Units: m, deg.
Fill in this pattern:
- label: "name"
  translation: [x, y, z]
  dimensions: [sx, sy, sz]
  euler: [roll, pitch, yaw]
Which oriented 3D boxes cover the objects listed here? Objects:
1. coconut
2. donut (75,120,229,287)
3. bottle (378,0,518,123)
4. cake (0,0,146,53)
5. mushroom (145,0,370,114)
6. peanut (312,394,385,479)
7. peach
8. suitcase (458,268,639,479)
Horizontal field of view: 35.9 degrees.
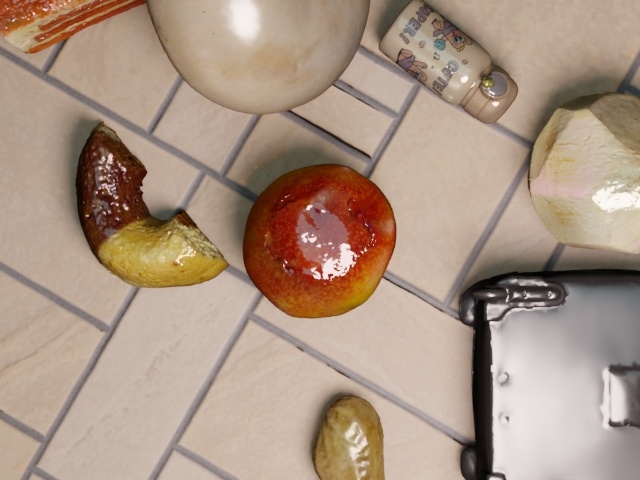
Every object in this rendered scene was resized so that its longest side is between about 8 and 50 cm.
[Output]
- label: "coconut"
  translation: [0.404, -0.093, 1.403]
  dimensions: [0.197, 0.237, 0.237]
  euler: [18, 88, -39]
- label: "donut"
  translation: [-0.290, -0.030, 1.458]
  dimensions: [0.151, 0.112, 0.295]
  euler: [-40, 86, -2]
- label: "bottle"
  translation: [0.194, -0.259, 1.450]
  dimensions: [0.209, 0.110, 0.097]
  euler: [38, 83, 3]
- label: "cake"
  translation: [-0.356, -0.346, 1.448]
  dimensions: [0.262, 0.158, 0.160]
  euler: [11, 91, 1]
- label: "mushroom"
  translation: [-0.103, -0.355, 1.376]
  dimensions: [0.294, 0.362, 0.362]
  euler: [4, 88, 38]
- label: "peanut"
  translation: [0.042, 0.338, 1.445]
  dimensions: [0.108, 0.095, 0.226]
  euler: [-3, 92, 17]
- label: "peach"
  translation: [0.000, 0.000, 1.393]
  dimensions: [0.231, 0.231, 0.231]
  euler: [0, 88, 2]
- label: "suitcase"
  translation: [0.369, 0.211, 1.391]
  dimensions: [0.339, 0.188, 0.345]
  euler: [0, 86, 3]
